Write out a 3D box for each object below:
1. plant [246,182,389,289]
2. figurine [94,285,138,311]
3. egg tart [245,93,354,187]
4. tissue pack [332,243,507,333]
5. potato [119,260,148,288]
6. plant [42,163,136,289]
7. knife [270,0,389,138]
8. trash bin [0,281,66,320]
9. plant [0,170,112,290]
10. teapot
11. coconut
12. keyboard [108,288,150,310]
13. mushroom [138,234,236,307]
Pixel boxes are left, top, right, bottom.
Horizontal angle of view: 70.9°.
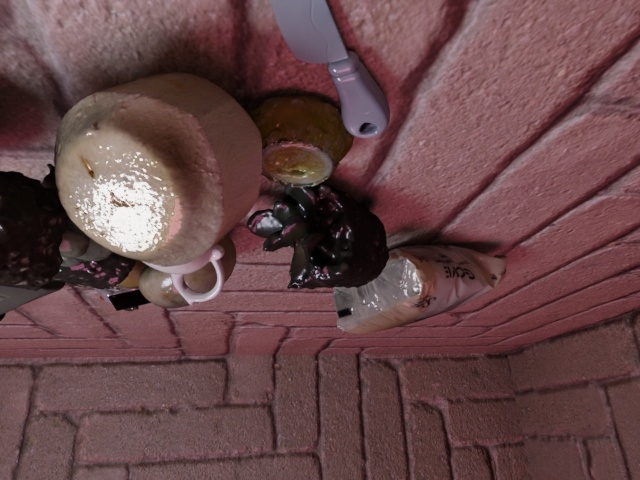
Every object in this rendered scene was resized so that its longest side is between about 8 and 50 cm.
[{"bbox_3d":[0.000,0.000,0.901,0.199,0.188,0.276,-17,155,41],"label":"plant"},{"bbox_3d":[-0.541,0.100,1.188,0.137,0.112,0.229,-4,144,-16],"label":"figurine"},{"bbox_3d":[-0.044,-0.146,0.713,0.197,0.078,0.197,0,155,0],"label":"egg tart"},{"bbox_3d":[0.259,0.125,1.239,0.376,0.195,0.390,-2,160,-35],"label":"tissue pack"},{"bbox_3d":[-0.452,0.046,1.051,0.109,0.118,0.178,11,157,18],"label":"potato"},{"bbox_3d":[-0.467,-0.011,0.847,0.204,0.178,0.234,-13,151,30],"label":"plant"},{"bbox_3d":[0.004,-0.240,0.559,0.080,0.044,0.331,-11,150,24],"label":"knife"},{"bbox_3d":[-0.680,0.044,0.931,0.250,0.219,0.220,-17,155,15],"label":"trash bin"},{"bbox_3d":[-0.392,-0.005,0.616,0.146,0.149,0.274,29,175,2],"label":"plant"},{"bbox_3d":[-0.275,-0.018,0.798,0.139,0.298,0.204,-38,-171,13],"label":"teapot"},{"bbox_3d":[-0.199,-0.104,0.609,0.238,0.266,0.237,5,113,11],"label":"coconut"},{"bbox_3d":[-0.394,0.127,1.075,0.198,0.064,0.010,-11,124,-39],"label":"keyboard"},{"bbox_3d":[-0.304,0.052,1.018,0.178,0.226,0.226,52,138,-6],"label":"mushroom"}]
